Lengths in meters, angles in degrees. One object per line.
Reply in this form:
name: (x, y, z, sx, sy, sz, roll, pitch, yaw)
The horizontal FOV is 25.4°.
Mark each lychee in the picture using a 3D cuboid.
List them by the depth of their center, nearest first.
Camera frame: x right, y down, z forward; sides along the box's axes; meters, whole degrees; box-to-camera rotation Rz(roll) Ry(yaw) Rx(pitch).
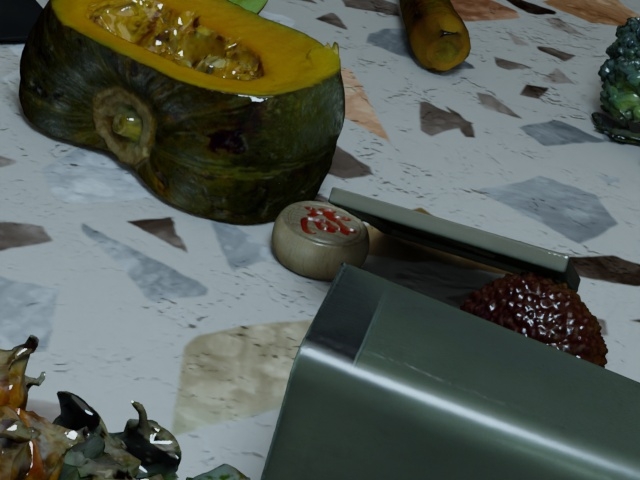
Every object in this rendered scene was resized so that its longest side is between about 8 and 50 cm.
lychee: (0.148, 0.081, 1.037, 0.123, 0.123, 0.129, 15, 17, 3)

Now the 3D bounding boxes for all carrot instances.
carrot: (0.134, -0.277, 1.718, 0.070, 0.070, 0.260, 9, 29, -8)

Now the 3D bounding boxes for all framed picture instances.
framed picture: (0.116, 0.003, 1.135, 0.184, 0.016, 0.250, 17, -2, 14)

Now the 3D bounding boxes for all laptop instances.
laptop: (-0.379, -0.232, 1.472, 0.197, 0.016, 0.135, -8, 36, -31)

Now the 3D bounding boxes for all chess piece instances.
chess piece: (0.000, 0.000, 1.200, 0.083, 0.038, 0.083, 12, 27, -6)

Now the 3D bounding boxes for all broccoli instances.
broccoli: (0.442, -0.152, 1.563, 0.275, 0.177, 0.198, 29, 24, 1)

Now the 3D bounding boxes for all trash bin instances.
trash bin: (0.092, 0.143, 0.868, 0.240, 0.164, 0.122, 21, 30, 6)

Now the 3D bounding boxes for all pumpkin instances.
pumpkin: (-0.119, -0.145, 1.310, 0.317, 0.139, 0.222, 25, 34, 25)

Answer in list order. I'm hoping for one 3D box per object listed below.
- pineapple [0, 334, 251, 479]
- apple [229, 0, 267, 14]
pineapple: (-0.139, 0.161, 0.725, 0.271, 0.262, 0.262, 18, 18, -46)
apple: (-0.135, -0.317, 1.587, 0.163, 0.147, 0.146, 30, 33, 23)
